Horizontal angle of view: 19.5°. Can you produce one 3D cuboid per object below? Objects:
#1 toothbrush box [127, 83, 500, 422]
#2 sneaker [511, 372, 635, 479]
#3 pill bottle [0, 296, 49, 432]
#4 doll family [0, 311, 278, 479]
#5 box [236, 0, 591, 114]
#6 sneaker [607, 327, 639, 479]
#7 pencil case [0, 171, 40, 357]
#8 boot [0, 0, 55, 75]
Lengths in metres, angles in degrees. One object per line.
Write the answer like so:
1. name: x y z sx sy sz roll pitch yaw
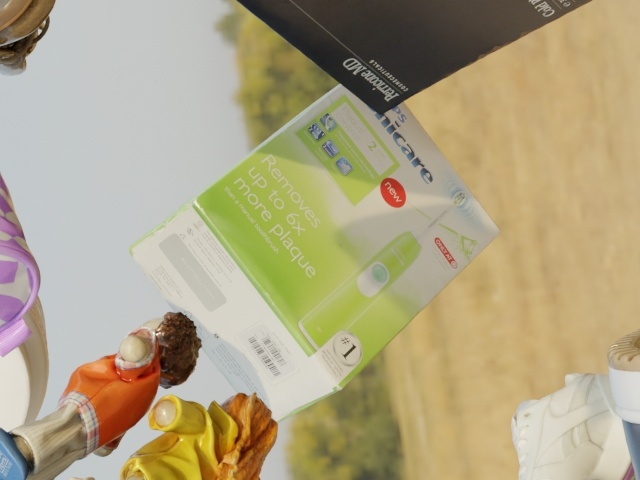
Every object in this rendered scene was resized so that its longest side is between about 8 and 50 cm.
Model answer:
1. toothbrush box: 0.000 0.000 1.682 0.206 0.122 0.283 53 -134 -4
2. sneaker: 0.243 0.242 1.888 0.305 0.152 0.114 -45 -43 -41
3. pill bottle: -0.290 0.091 1.434 0.283 0.161 0.161 -146 48 -78
4. doll family: -0.102 0.149 0.969 0.118 0.163 0.263 44 138 12
5. box: 0.080 -0.297 1.481 0.343 0.312 0.179 34 -146 -56
6. sneaker: 0.215 0.105 0.886 0.282 0.099 0.153 -12 -87 -60
7. pencil case: -0.209 -0.032 1.007 0.088 0.086 0.206 37 -158 -49
8. boot: -0.217 -0.163 1.243 0.115 0.112 0.305 40 173 -26
